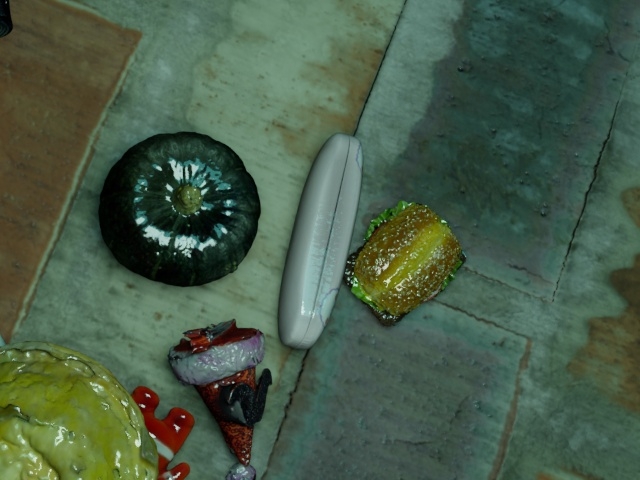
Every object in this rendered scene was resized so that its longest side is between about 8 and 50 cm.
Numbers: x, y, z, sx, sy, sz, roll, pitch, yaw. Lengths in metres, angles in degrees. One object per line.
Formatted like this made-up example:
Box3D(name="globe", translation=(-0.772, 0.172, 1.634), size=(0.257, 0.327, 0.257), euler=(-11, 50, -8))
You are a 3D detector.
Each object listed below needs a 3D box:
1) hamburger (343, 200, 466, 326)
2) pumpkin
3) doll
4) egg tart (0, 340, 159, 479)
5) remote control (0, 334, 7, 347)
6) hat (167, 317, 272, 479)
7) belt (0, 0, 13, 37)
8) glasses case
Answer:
Box3D(name="hamburger", translation=(0.113, 0.026, 2.016), size=(0.166, 0.087, 0.137), euler=(-41, 89, -18))
Box3D(name="pumpkin", translation=(-0.181, -0.041, 1.927), size=(0.211, 0.152, 0.212), euler=(1, 67, -2))
Box3D(name="doll", translation=(-0.257, 0.305, 1.878), size=(0.142, 0.076, 0.245), euler=(32, 69, 3))
Box3D(name="egg tart", translation=(-0.362, 0.295, 1.774), size=(0.345, 0.132, 0.345), euler=(0, 89, 7))
Box3D(name="remote control", translation=(-0.446, 0.142, 1.882), size=(0.097, 0.045, 0.256), euler=(-34, 85, -18))
Box3D(name="hat", translation=(-0.117, 0.212, 1.912), size=(0.129, 0.140, 0.227), euler=(-13, 94, -5))
Box3D(name="belt", translation=(-0.465, -0.288, 1.930), size=(0.140, 0.105, 0.058), euler=(-12, 77, 29))
Box3D(name="glasses case", translation=(0.000, 0.000, 1.982), size=(0.075, 0.113, 0.297), euler=(17, 75, -11))
